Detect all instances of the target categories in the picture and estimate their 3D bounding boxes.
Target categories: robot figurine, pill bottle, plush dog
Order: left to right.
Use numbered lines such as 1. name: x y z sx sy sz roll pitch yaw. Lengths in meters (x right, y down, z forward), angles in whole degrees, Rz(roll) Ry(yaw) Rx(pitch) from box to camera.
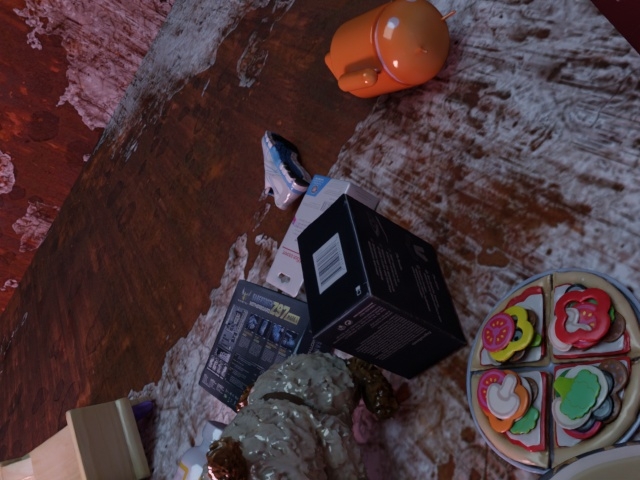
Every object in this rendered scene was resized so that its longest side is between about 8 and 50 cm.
1. pill bottle: -0.156 0.350 0.915 0.103 0.103 0.184 8 74 56
2. plush dog: -0.037 0.219 0.746 0.263 0.210 0.225 -12 31 27
3. robot figurine: 0.102 -0.286 0.988 0.219 0.158 0.128 1 97 55

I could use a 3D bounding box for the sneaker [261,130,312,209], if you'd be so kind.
1. sneaker: -0.078 -0.125 1.181 0.083 0.071 0.190 -53 33 25

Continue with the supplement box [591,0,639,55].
1. supplement box: 0.345 -0.274 0.578 0.191 0.194 0.129 4 70 55

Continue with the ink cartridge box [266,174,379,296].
1. ink cartridge box: 0.000 0.000 0.985 0.104 0.062 0.181 22 85 58

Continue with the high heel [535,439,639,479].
1. high heel: 0.196 0.238 0.552 0.261 0.186 0.093 -30 70 -5

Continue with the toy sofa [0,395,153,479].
1. toy sofa: -0.454 0.431 1.262 0.363 0.177 0.150 -36 66 35

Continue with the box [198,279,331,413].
1. box: -0.082 0.166 0.981 0.233 0.059 0.183 11 79 56

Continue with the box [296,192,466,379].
1. box: 0.066 0.055 0.763 0.093 0.158 0.155 -42 38 28

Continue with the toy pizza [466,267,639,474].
1. toy pizza: 0.215 0.117 0.630 0.201 0.032 0.201 -33 43 38
